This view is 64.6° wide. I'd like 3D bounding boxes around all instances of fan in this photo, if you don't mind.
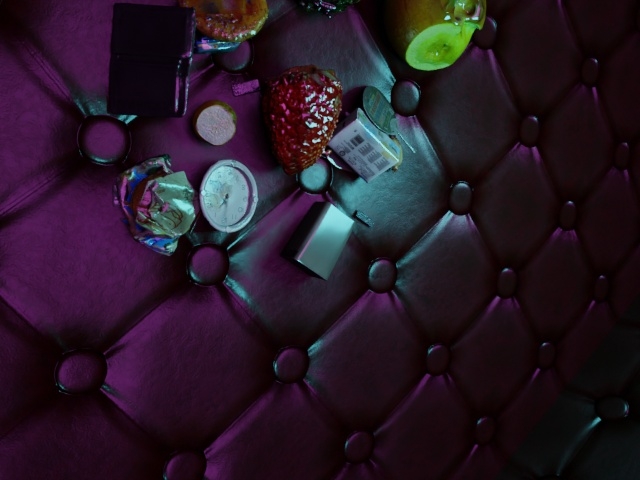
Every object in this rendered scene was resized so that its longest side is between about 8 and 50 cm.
[{"bbox_3d":[0.248,-0.467,1.885,0.294,0.012,0.223,22,50,-41],"label":"fan"}]

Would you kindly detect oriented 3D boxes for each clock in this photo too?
[{"bbox_3d":[-0.306,-0.145,1.650,0.236,0.053,0.236,-11,105,-48],"label":"clock"}]

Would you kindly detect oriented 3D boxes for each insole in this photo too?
[{"bbox_3d":[0.100,-0.289,1.892,0.188,0.004,0.064,20,88,-28],"label":"insole"}]

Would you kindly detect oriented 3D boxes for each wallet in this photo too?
[{"bbox_3d":[-0.493,-0.524,1.480,0.247,0.041,0.322,5,96,2],"label":"wallet"}]

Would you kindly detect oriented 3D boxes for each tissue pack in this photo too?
[{"bbox_3d":[0.157,-0.355,1.840,0.229,0.159,0.145,40,37,-23],"label":"tissue pack"}]

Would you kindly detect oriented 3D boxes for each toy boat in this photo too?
[{"bbox_3d":[-0.320,-0.645,1.582,0.175,0.091,0.110,-17,109,-29],"label":"toy boat"}]

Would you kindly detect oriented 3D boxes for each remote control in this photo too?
[{"bbox_3d":[-0.248,-0.507,1.679,0.096,0.014,0.039,-21,105,-23],"label":"remote control"},{"bbox_3d":[0.170,-0.084,1.946,0.091,0.016,0.034,34,64,-27],"label":"remote control"}]

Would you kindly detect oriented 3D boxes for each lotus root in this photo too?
[{"bbox_3d":[0.281,-0.334,1.949,0.073,0.062,0.150,-21,108,-47],"label":"lotus root"}]

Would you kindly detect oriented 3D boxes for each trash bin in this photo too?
[{"bbox_3d":[0.000,0.000,1.812,0.164,0.122,0.240,37,77,-27],"label":"trash bin"}]

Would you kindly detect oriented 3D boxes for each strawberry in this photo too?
[{"bbox_3d":[-0.049,-0.399,1.675,0.292,0.292,0.343,-20,123,-24],"label":"strawberry"}]

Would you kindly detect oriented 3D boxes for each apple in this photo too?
[{"bbox_3d":[0.416,-0.815,1.806,0.374,0.374,0.384,-43,113,-17],"label":"apple"}]

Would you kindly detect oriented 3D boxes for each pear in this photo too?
[{"bbox_3d":[-0.333,-0.375,1.603,0.141,0.104,0.141,-3,113,-8],"label":"pear"}]

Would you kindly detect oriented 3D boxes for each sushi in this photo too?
[{"bbox_3d":[0.027,-0.824,1.704,0.287,0.149,0.140,18,58,7],"label":"sushi"}]

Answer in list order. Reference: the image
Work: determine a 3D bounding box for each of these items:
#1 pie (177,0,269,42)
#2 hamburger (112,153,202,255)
[{"bbox_3d":[-0.295,-0.705,1.540,0.273,0.069,0.273,3,64,-7],"label":"pie"},{"bbox_3d":[-0.483,-0.114,1.528,0.260,0.150,0.276,-47,114,-17],"label":"hamburger"}]
